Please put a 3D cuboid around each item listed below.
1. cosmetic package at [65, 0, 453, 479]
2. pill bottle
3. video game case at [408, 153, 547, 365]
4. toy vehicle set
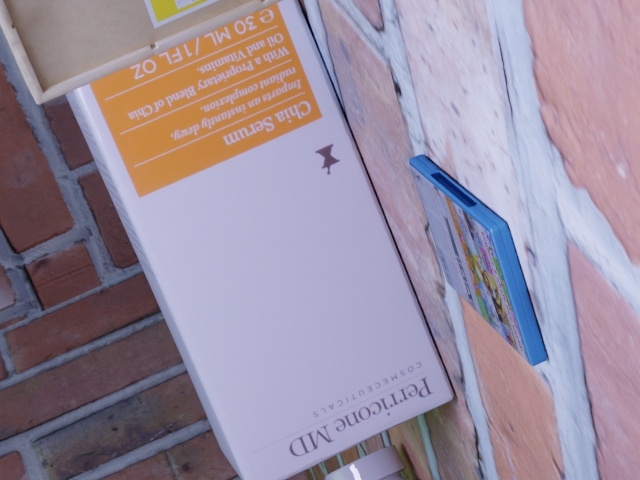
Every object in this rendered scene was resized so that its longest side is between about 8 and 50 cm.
[{"bbox_3d":[-0.067,-0.014,1.519,0.453,0.230,0.161,67,171,-13],"label":"cosmetic package"},{"bbox_3d":[0.096,0.379,1.958,0.121,0.121,0.221,103,142,-76],"label":"pill bottle"},{"bbox_3d":[0.117,0.012,1.176,0.166,0.015,0.119,-130,19,-63],"label":"video game case"},{"bbox_3d":[-0.099,-0.213,1.039,0.035,0.266,0.166,56,166,45],"label":"toy vehicle set"}]
